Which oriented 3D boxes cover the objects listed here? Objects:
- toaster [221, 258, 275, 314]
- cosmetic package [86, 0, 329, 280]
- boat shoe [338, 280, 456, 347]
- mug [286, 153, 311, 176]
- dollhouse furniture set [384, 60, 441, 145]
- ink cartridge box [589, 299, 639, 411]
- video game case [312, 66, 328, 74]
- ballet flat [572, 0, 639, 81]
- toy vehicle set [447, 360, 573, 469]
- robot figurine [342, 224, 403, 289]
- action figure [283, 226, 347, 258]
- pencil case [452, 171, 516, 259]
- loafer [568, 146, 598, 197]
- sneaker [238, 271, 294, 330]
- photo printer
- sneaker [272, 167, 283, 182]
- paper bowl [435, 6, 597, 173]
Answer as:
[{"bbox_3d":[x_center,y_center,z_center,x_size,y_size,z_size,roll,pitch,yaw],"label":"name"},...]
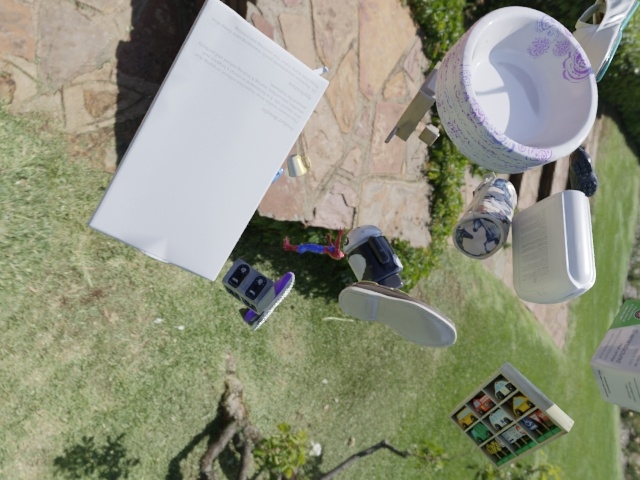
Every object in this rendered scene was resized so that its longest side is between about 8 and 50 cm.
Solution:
[{"bbox_3d":[-0.257,0.171,1.490,0.110,0.168,0.186,-52,169,-21],"label":"toaster"},{"bbox_3d":[-0.184,-0.152,0.681,0.217,0.156,0.385,31,99,-22],"label":"cosmetic package"},{"bbox_3d":[0.213,0.190,1.113,0.096,0.324,0.117,-33,133,-56],"label":"boat shoe"},{"bbox_3d":[-0.079,-0.261,1.391,0.078,0.062,0.064,-26,119,-16],"label":"mug"},{"bbox_3d":[0.385,-0.267,1.044,0.355,0.303,0.174,35,55,0],"label":"dollhouse furniture set"},{"bbox_3d":[0.690,0.228,0.738,0.201,0.278,0.117,-39,110,-26],"label":"ink cartridge box"},{"bbox_3d":[-0.072,-0.557,1.427,0.022,0.173,0.190,63,24,-18],"label":"video game case"},{"bbox_3d":[0.801,-0.594,1.189,0.400,0.139,0.139,-52,127,-25],"label":"ballet flat"},{"bbox_3d":[0.423,0.412,0.945,0.035,0.166,0.267,-27,149,-36],"label":"toy vehicle set"},{"bbox_3d":[0.193,0.076,1.524,0.173,0.209,0.278,-9,67,-52],"label":"robot figurine"},{"bbox_3d":[0.000,0.000,1.681,0.091,0.280,0.139,76,27,-80],"label":"action figure"},{"bbox_3d":[0.584,-0.091,1.438,0.183,0.160,0.410,54,40,-5],"label":"pencil case"},{"bbox_3d":[0.875,-0.223,1.361,0.223,0.076,0.078,45,43,-43],"label":"loafer"},{"bbox_3d":[-0.239,0.228,1.729,0.293,0.146,0.102,-50,173,0],"label":"sneaker"},{"bbox_3d":[0.689,0.036,1.228,0.107,0.256,0.308,9,72,-8],"label":"photo printer"},{"bbox_3d":[-0.207,-0.237,1.526,0.082,0.209,0.069,-28,104,-29],"label":"sneaker"},{"bbox_3d":[0.350,-0.267,0.771,0.284,0.148,0.284,2,83,-13],"label":"paper bowl"}]
